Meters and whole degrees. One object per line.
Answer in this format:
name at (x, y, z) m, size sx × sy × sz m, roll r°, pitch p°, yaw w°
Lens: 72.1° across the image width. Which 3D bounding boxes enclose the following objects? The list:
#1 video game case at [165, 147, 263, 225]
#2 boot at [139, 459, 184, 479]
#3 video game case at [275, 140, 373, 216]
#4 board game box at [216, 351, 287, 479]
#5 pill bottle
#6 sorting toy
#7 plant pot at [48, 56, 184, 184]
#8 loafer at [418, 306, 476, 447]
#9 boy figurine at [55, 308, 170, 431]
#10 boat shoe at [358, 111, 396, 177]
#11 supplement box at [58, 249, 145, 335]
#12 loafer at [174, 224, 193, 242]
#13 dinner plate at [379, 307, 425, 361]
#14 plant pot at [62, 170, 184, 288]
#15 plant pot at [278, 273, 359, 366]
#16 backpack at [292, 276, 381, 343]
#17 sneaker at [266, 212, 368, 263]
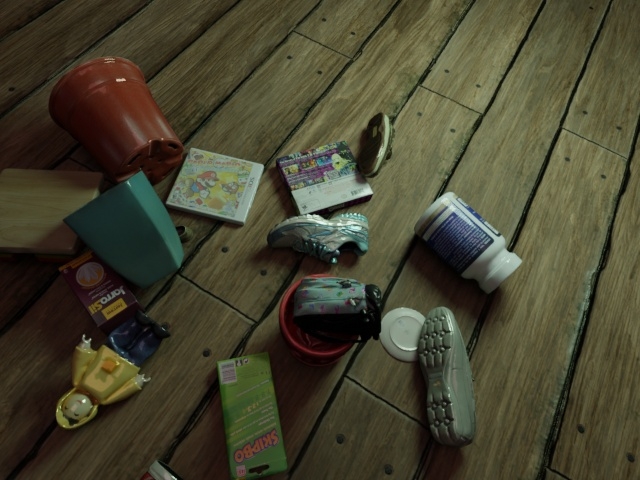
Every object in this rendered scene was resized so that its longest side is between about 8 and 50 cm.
video game case at (-0.300, -0.159, 1.268) m, size 0.226 × 0.026 × 0.206 m, roll 13°, pitch 62°, yaw 1°
boot at (-0.293, 0.583, 0.859) m, size 0.244 × 0.088 × 0.176 m, roll 29°, pitch 64°, yaw 18°
video game case at (0.009, -0.183, 1.304) m, size 0.232 × 0.042 × 0.210 m, roll -18°, pitch 67°, yaw -15°
board game box at (-0.157, 0.394, 0.996) m, size 0.124 × 0.039 × 0.260 m, roll -9°, pitch 62°, yaw -10°
pill bottle at (0.396, 0.007, 1.187) m, size 0.153 × 0.153 × 0.265 m, roll -37°, pitch 72°, yaw -21°
sorting toy at (-0.708, -0.059, 1.122) m, size 0.257 × 0.089 × 0.256 m, roll 2°, pitch 53°, yaw -4°
plant pot at (-0.532, -0.297, 1.196) m, size 0.272 × 0.272 × 0.265 m, roll -35°, pitch 79°, yaw -21°
loafer at (0.309, 0.321, 1.055) m, size 0.111 × 0.112 × 0.320 m, roll 24°, pitch 58°, yaw -35°
boy figurine at (-0.475, 0.284, 0.974) m, size 0.177 × 0.092 × 0.285 m, roll 45°, pitch 68°, yaw -9°
boat shoe at (0.188, -0.279, 1.340) m, size 0.095 × 0.095 × 0.258 m, roll 38°, pitch 52°, yaw -30°
supplement box at (-0.530, 0.121, 1.069) m, size 0.104 × 0.081 × 0.188 m, roll -36°, pitch 72°, yaw -21°
loafer at (-0.415, -0.009, 1.165) m, size 0.148 × 0.050 × 0.056 m, roll -23°, pitch 68°, yaw -17°
dinner plate at (0.222, 0.238, 1.128) m, size 0.141 × 0.017 × 0.141 m, roll 3°, pitch 61°, yaw -5°
plant pot at (-0.442, -0.016, 1.055) m, size 0.165 × 0.166 × 0.234 m, roll -31°, pitch 109°, yaw 0°
plant pot at (-0.004, 0.196, 1.035) m, size 0.191 × 0.174 × 0.191 m, roll 3°, pitch 63°, yaw -5°
backpack at (0.034, 0.139, 0.904) m, size 0.181 × 0.152 × 0.115 m, roll 0°, pitch 56°, yaw 9°
sneaker at (0.000, 0.000, 1.175) m, size 0.282 × 0.110 × 0.122 m, roll -6°, pitch 67°, yaw -9°
